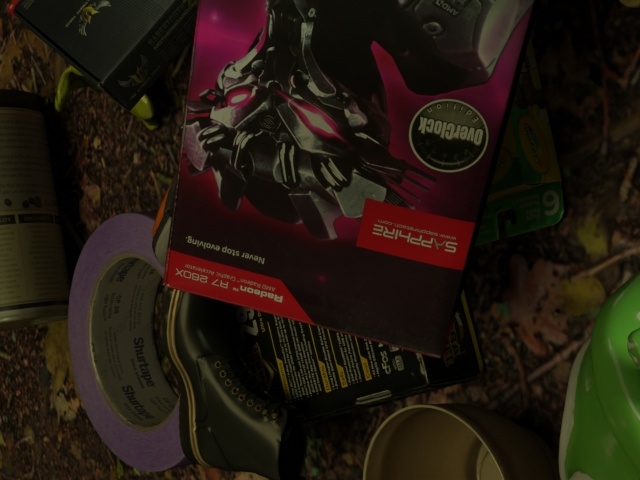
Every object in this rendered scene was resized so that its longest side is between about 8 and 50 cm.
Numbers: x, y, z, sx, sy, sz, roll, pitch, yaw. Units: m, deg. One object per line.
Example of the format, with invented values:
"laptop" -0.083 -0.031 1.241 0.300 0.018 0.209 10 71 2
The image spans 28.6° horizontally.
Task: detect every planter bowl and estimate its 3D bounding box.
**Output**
"planter bowl" 0.128 0.206 1.018 0.162 0.109 0.162 6 98 48

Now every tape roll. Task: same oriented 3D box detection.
"tape roll" -0.164 0.105 1.352 0.274 0.090 0.275 6 98 49

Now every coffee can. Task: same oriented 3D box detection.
"coffee can" -0.419 -0.028 1.540 0.201 0.201 0.276 -15 83 48

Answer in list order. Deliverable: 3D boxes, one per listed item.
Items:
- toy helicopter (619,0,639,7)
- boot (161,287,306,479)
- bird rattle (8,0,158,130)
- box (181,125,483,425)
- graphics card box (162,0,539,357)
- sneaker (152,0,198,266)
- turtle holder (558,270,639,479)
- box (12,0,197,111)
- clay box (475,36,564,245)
"toy helicopter" 0.215 -0.280 0.860 0.355 0.140 0.235 27 121 57
"boot" -0.070 0.125 1.157 0.137 0.076 0.198 8 114 44
"bird rattle" -0.228 -0.251 1.397 0.207 0.143 0.254 -41 50 30
"box" 0.000 0.000 1.166 0.257 0.079 0.322 -25 75 49
"graphics card box" 0.023 -0.107 0.917 0.232 0.094 0.371 15 119 6
"sneaker" -0.065 -0.129 1.095 0.321 0.124 0.180 -50 53 26
"turtle holder" 0.300 0.152 0.762 0.320 0.243 0.227 18 131 5
"box" -0.179 -0.267 1.264 0.233 0.059 0.183 -49 53 -1
"clay box" 0.120 -0.109 1.035 0.127 0.053 0.222 -19 79 48
